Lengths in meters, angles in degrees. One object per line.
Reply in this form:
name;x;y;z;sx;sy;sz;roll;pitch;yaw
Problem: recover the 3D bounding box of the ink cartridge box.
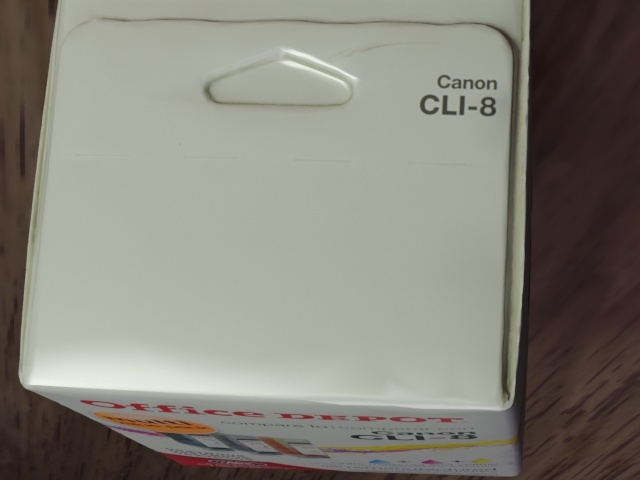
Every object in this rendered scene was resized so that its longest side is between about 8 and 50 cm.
ink cartridge box;0.000;0.000;0.434;0.128;0.127;0.176;1;165;9
